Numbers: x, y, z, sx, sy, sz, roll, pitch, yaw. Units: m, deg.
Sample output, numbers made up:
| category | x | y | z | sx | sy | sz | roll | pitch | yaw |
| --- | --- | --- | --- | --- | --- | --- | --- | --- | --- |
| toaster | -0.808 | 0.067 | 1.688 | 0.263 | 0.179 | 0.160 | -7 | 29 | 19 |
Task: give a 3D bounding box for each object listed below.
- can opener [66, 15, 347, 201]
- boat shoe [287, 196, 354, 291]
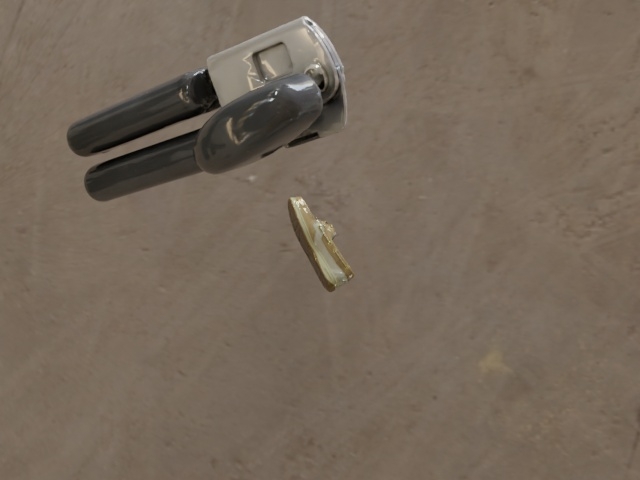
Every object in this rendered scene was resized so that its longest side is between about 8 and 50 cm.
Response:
| category | x | y | z | sx | sy | sz | roll | pitch | yaw |
| --- | --- | --- | --- | --- | --- | --- | --- | --- | --- |
| can opener | -0.097 | -0.077 | 0.757 | 0.095 | 0.283 | 0.076 | -28 | 101 | -45 |
| boat shoe | 0.000 | 0.000 | 1.447 | 0.045 | 0.050 | 0.135 | -24 | 84 | -14 |
